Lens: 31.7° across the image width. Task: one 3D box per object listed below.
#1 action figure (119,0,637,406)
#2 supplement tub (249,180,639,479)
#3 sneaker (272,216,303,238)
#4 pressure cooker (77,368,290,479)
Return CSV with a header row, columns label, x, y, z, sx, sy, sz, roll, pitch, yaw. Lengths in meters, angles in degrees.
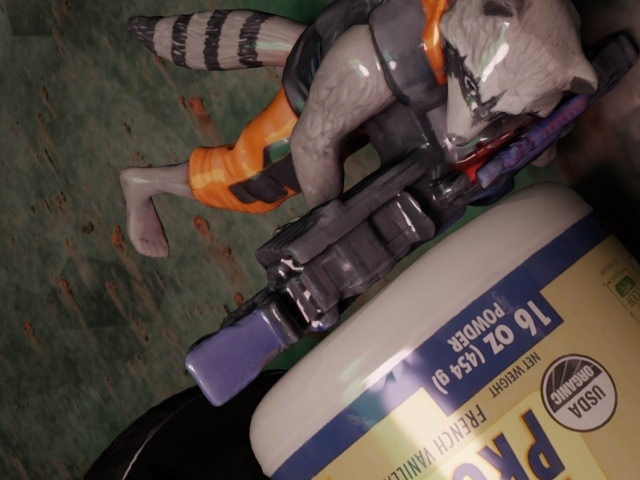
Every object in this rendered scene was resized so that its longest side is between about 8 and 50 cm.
label,x,y,z,sx,sy,sz,roll,pitch,yaw
action figure,-0.003,-0.070,0.625,0.330,0.341,0.178,-8,115,50
supplement tub,0.139,0.153,0.592,0.316,0.228,0.228,51,128,10
sneaker,0.000,0.000,0.841,0.083,0.035,0.031,-1,103,39
pressure cooker,-0.079,0.326,0.768,0.420,0.376,0.369,-49,36,40
